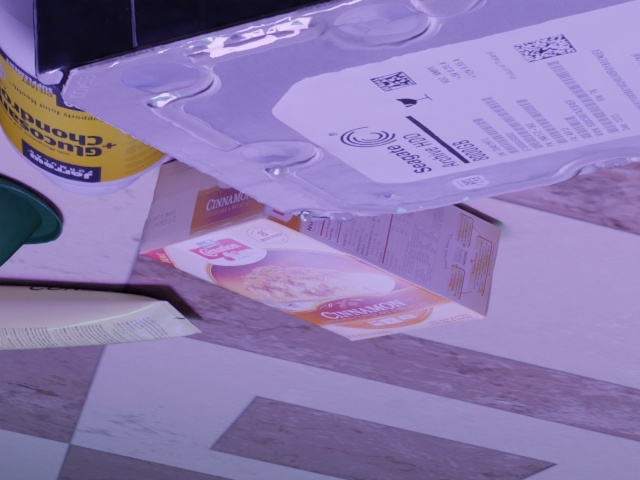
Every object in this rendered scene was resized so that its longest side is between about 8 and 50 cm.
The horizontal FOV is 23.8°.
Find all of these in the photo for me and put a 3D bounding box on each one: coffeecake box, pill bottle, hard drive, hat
[{"bbox_3d":[0.000,0.000,0.997,0.186,0.068,0.142,24,157,-32],"label":"coffeecake box"},{"bbox_3d":[-0.113,-0.088,0.761,0.103,0.103,0.184,12,160,-4],"label":"pill bottle"},{"bbox_3d":[0.094,-0.085,0.583,0.339,0.064,0.237,-10,163,23],"label":"hard drive"},{"bbox_3d":[-0.311,0.051,1.126,0.209,0.183,0.173,2,159,22],"label":"hat"}]

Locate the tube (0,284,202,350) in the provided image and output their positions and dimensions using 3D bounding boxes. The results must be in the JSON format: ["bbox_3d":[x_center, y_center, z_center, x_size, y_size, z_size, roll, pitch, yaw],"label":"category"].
[{"bbox_3d":[-0.230,0.067,1.332,0.240,0.062,0.070,-1,-158,16],"label":"tube"}]
